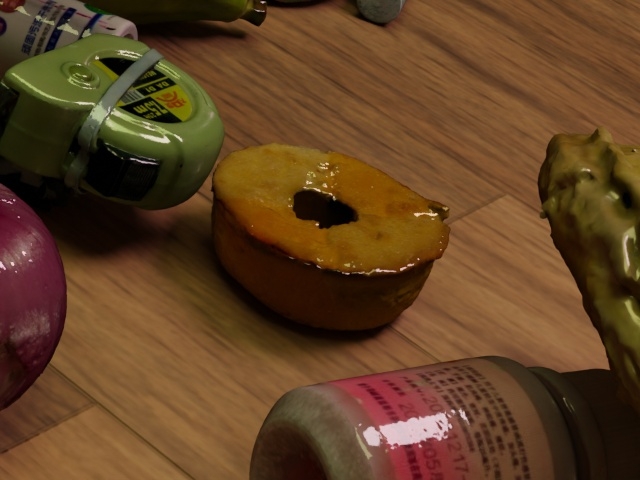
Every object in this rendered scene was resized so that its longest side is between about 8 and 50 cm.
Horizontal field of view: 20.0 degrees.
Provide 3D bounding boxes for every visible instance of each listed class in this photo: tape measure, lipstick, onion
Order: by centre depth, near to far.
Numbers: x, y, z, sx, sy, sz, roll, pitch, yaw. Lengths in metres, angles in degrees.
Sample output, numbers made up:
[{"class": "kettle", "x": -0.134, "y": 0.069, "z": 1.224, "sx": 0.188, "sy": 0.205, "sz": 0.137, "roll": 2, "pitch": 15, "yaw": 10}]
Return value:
[{"class": "onion", "x": -0.252, "y": 0.027, "z": 1.141, "sx": 0.207, "sy": 0.200, "sz": 0.200, "roll": 1, "pitch": 18, "yaw": 41}, {"class": "tape measure", "x": -0.150, "y": -0.087, "z": 1.353, "sx": 0.154, "sy": 0.087, "sz": 0.177, "roll": 34, "pitch": 32, "yaw": 10}, {"class": "tape measure", "x": -0.233, "y": -0.068, "z": 1.386, "sx": 0.091, "sy": 0.054, "sz": 0.094, "roll": 13, "pitch": 35, "yaw": -18}, {"class": "lipstick", "x": 0.076, "y": -0.269, "z": 1.829, "sx": 0.048, "sy": 0.048, "sz": 0.158, "roll": 20, "pitch": 33, "yaw": 4}]

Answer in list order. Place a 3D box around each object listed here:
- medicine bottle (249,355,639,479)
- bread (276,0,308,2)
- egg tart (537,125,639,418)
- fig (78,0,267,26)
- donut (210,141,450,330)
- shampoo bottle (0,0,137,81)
[{"class": "medicine bottle", "x": 0.088, "y": 0.145, "z": 1.135, "sx": 0.247, "sy": 0.147, "sz": 0.147, "roll": -7, "pitch": 40, "yaw": -32}, {"class": "bread", "x": -0.043, "y": -0.330, "z": 1.799, "sx": 0.228, "sy": 0.033, "sz": 0.228, "roll": 6, "pitch": 63, "yaw": -12}, {"class": "egg tart", "x": 0.283, "y": 0.078, "z": 1.161, "sx": 0.169, "sy": 0.388, "sz": 0.388, "roll": -30, "pitch": 38, "yaw": 9}, {"class": "fig", "x": -0.190, "y": -0.301, "z": 1.593, "sx": 0.314, "sy": 0.233, "sz": 0.233, "roll": 7, "pitch": 34, "yaw": -5}, {"class": "donut", "x": 0.001, "y": 0.000, "z": 1.375, "sx": 0.190, "sy": 0.074, "sz": 0.174, "roll": 28, "pitch": 35, "yaw": 24}, {"class": "shampoo bottle", "x": -0.305, "y": -0.192, "z": 1.503, "sx": 0.303, "sy": 0.092, "sz": 0.092, "roll": 23, "pitch": 33, "yaw": 8}]
